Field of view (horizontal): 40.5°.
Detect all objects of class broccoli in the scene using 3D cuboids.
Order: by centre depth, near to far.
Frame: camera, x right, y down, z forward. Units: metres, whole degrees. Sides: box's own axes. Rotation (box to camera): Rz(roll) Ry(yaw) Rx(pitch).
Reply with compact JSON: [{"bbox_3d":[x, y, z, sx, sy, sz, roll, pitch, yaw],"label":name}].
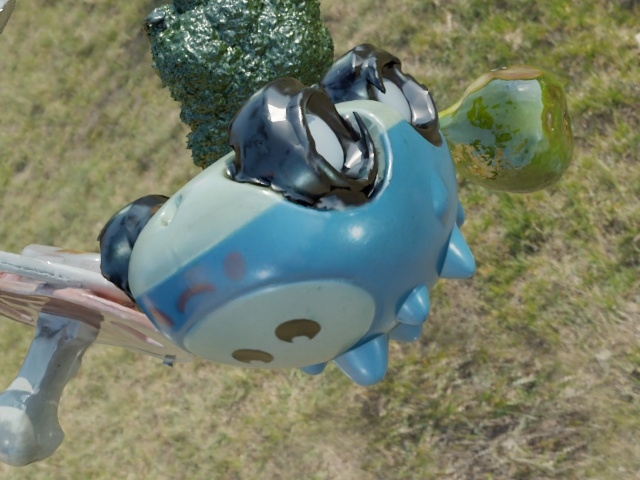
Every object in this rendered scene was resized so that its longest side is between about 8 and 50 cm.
[{"bbox_3d":[-0.117,-0.250,1.277,0.283,0.321,0.304,4,109,48],"label":"broccoli"}]

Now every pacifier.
[{"bbox_3d":[-0.305,0.111,1.027,0.332,0.220,0.273,7,105,28],"label":"pacifier"}]

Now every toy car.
[{"bbox_3d":[0.000,0.000,0.572,0.188,0.255,0.190,-33,91,33],"label":"toy car"}]

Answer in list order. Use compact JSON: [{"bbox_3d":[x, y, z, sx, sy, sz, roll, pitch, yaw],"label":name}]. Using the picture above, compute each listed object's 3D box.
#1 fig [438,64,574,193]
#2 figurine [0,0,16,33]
[{"bbox_3d":[0.266,-0.171,1.413,0.275,0.206,0.206,-5,64,30],"label":"fig"},{"bbox_3d":[-0.531,-0.340,1.133,0.133,0.236,0.176,-55,17,7],"label":"figurine"}]
